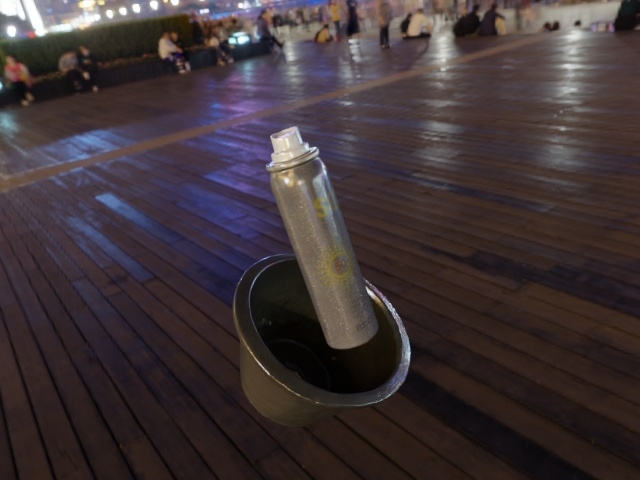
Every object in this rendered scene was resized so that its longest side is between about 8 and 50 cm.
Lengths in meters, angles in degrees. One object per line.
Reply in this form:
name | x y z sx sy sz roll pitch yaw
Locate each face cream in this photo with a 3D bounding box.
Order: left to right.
face cream | 0.000 0.000 0.697 0.073 0.284 0.073 -17 17 6

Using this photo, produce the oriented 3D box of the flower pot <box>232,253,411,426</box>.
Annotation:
flower pot | -0.022 0.166 0.824 0.268 0.166 0.269 19 37 -15
